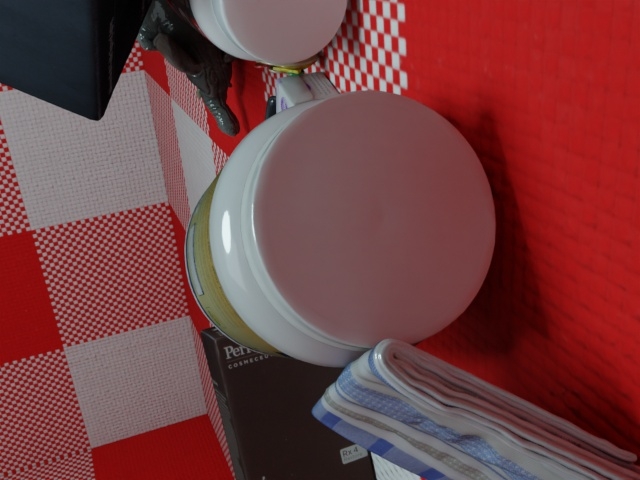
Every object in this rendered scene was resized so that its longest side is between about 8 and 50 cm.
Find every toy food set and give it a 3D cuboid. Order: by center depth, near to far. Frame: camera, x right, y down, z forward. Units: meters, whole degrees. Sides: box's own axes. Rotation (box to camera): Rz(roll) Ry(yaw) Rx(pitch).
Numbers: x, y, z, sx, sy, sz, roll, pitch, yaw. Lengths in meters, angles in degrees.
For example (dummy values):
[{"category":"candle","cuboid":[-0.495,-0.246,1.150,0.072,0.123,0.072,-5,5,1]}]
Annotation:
[{"category":"toy food set","cuboid":[-0.044,-0.224,0.881,0.083,0.082,0.020,15,124,20]}]

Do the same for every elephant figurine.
[{"category":"elephant figurine","cuboid":[-0.204,-0.330,1.243,0.169,0.186,0.239,-42,66,21]}]

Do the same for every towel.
[{"category":"towel","cuboid":[0.103,0.165,0.584,0.034,0.209,0.285,-63,0,-24]}]

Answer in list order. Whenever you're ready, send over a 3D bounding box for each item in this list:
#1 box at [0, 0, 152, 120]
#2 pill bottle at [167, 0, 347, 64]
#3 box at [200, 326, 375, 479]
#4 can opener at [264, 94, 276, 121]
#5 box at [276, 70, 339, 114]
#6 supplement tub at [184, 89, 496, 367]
[{"category":"box","cuboid":[-0.311,-0.464,0.852,0.480,0.297,0.472,153,135,-72]},{"category":"pill bottle","cuboid":[-0.086,-0.300,0.829,0.283,0.161,0.161,-130,32,-56]},{"category":"box","cuboid":[-0.038,0.298,1.084,0.143,0.191,0.382,171,85,-72]},{"category":"can opener","cuboid":[-0.063,-0.143,1.076,0.059,0.073,0.186,-63,-17,-50]},{"category":"box","cuboid":[-0.022,-0.066,0.966,0.324,0.063,0.067,94,154,-44]},{"category":"supplement tub","cuboid":[0.000,0.000,0.673,0.316,0.228,0.228,159,97,-73]}]
